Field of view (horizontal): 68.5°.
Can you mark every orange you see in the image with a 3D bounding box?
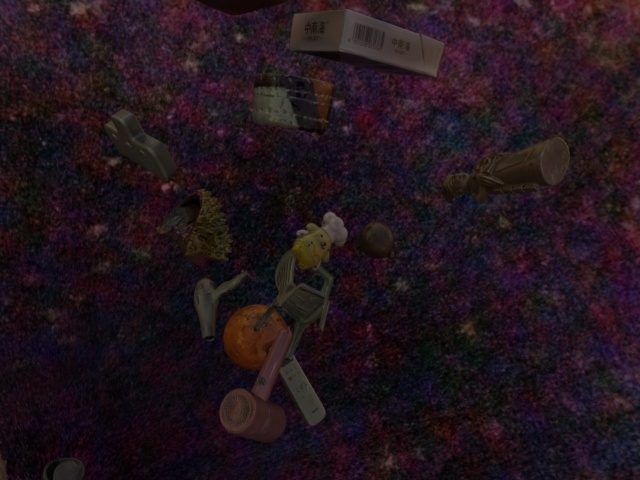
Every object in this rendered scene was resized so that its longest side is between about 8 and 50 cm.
[{"bbox_3d":[-0.243,0.364,1.770,0.245,0.246,0.246,14,55,-21],"label":"orange"}]

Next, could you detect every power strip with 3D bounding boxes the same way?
[{"bbox_3d":[-0.572,-0.309,1.448,0.264,0.194,0.059,29,61,27],"label":"power strip"}]

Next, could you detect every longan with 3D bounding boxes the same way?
[{"bbox_3d":[0.160,0.003,1.286,0.119,0.106,0.106,41,49,-16],"label":"longan"}]

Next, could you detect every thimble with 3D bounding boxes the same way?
[{"bbox_3d":[-0.078,-0.382,1.309,0.237,0.150,0.237,8,14,-2],"label":"thimble"}]

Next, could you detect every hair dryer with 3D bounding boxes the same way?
[{"bbox_3d":[-0.329,0.214,1.516,0.088,0.224,0.219,35,52,-48],"label":"hair dryer"},{"bbox_3d":[-0.154,0.439,1.464,0.210,0.125,0.353,50,59,-51],"label":"hair dryer"}]

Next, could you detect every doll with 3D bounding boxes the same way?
[{"bbox_3d":[0.000,0.000,1.091,0.162,0.062,0.106,-40,118,-33],"label":"doll"}]

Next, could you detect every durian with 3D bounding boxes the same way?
[{"bbox_3d":[-0.200,-0.017,0.827,0.108,0.186,0.119,40,77,-33],"label":"durian"}]

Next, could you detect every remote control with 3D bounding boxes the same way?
[{"bbox_3d":[-0.086,0.498,1.646,0.090,0.038,0.310,-25,82,-42],"label":"remote control"}]

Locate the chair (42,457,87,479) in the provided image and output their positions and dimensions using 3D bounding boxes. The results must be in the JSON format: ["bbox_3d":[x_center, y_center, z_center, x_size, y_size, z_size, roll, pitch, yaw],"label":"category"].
[{"bbox_3d":[-0.653,0.646,1.228,0.095,0.222,0.104,-20,48,-34],"label":"chair"}]

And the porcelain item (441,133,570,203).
[{"bbox_3d":[0.264,-0.099,0.717,0.054,0.213,0.084,42,68,-19],"label":"porcelain item"}]

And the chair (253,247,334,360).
[{"bbox_3d":[-0.077,0.174,1.420,0.190,0.203,0.275,37,35,-8],"label":"chair"}]

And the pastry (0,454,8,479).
[{"bbox_3d":[-0.595,0.397,0.639,0.329,0.136,0.330,5,82,-41],"label":"pastry"}]

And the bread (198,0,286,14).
[{"bbox_3d":[-0.095,-0.304,0.565,0.094,0.090,0.035,-36,121,-66],"label":"bread"}]

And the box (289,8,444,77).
[{"bbox_3d":[0.086,-0.352,0.853,0.242,0.067,0.155,-3,22,-38],"label":"box"}]
